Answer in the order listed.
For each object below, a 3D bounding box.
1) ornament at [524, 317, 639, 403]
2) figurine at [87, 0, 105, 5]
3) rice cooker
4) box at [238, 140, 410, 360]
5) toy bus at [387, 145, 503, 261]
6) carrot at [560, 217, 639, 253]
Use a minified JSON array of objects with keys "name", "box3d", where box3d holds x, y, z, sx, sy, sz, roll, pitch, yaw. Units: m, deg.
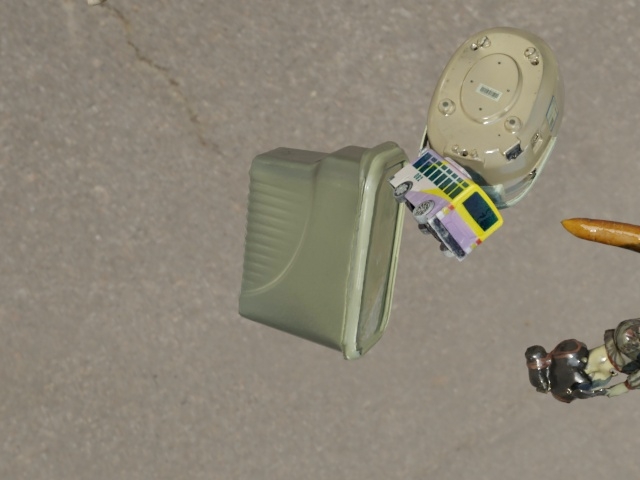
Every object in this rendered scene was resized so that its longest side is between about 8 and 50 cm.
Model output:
[{"name":"ornament","box3d":[0.246,0.089,0.752,0.196,0.153,0.166,-24,160,23]},{"name":"figurine","box3d":[-0.200,-0.420,1.231,0.247,0.177,0.173,-27,155,-20]},{"name":"rice cooker","box3d":[0.191,-0.138,1.177,0.206,0.145,0.127,-64,158,-19]},{"name":"box","box3d":[0.000,0.000,1.355,0.138,0.178,0.274,-29,129,-61]},{"name":"toy bus","box3d":[0.097,-0.032,0.844,0.058,0.102,0.052,-40,117,2]},{"name":"carrot","box3d":[0.347,0.003,1.120,0.037,0.190,0.037,18,90,-74]}]
